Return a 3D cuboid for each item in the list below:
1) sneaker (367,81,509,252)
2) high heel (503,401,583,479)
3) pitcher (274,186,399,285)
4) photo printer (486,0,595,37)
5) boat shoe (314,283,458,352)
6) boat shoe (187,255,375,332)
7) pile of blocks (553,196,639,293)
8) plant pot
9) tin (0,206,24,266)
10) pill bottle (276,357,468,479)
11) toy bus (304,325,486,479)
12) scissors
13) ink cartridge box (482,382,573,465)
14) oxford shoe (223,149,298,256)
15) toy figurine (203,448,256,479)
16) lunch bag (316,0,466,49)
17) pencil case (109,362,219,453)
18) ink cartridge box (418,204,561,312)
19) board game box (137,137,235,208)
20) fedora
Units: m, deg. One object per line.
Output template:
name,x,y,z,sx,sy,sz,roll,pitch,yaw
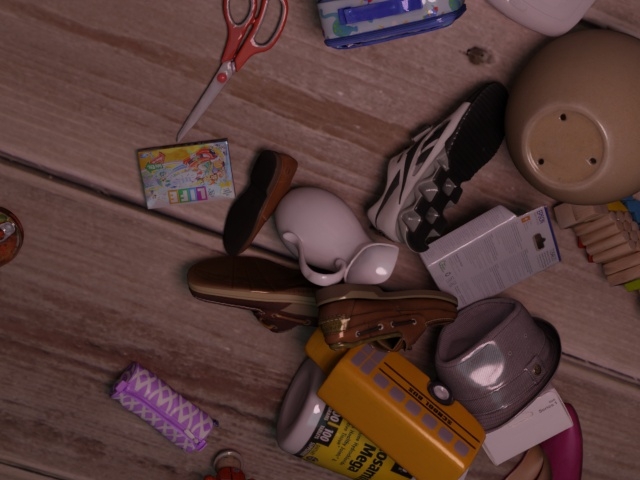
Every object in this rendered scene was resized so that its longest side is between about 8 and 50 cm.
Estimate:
sneaker,0.192,-0.145,1.522,0.331,0.146,0.122,-53,133,-11
high heel,0.390,0.480,1.743,0.181,0.127,0.378,0,113,-16
pitcher,0.000,0.000,1.489,0.177,0.207,0.126,-13,131,-43
photo printer,0.371,-0.494,1.407,0.256,0.107,0.308,31,104,-21
boat shoe,0.114,0.139,1.487,0.307,0.110,0.105,5,70,-38
boat shoe,-0.072,0.114,1.589,0.341,0.123,0.123,6,116,-18
pile of blocks,0.551,0.015,1.625,0.362,0.149,0.112,49,143,-9
plant pot,0.407,-0.170,1.397,0.284,0.191,0.284,13,118,26
tin,-0.607,0.010,1.556,0.189,0.040,0.106,-27,113,5
pill bottle,0.102,0.355,1.649,0.333,0.188,0.188,24,106,-12
toy bus,0.112,0.266,1.503,0.332,0.130,0.108,39,127,9
scissors,-0.146,-0.283,1.495,0.108,0.021,0.297,19,105,-12
ink cartridge box,0.339,0.285,1.626,0.160,0.219,0.093,-29,110,6
oxford shoe,-0.101,-0.057,1.557,0.076,0.076,0.212,5,126,-46
toy figurine,-0.189,0.534,1.721,0.213,0.148,0.209,-36,114,6
lunch bag,0.110,-0.361,1.387,0.218,0.176,0.090,-9,107,17
pencil case,-0.293,0.315,1.659,0.206,0.088,0.086,39,100,-15
ink cartridge box,0.300,0.026,1.565,0.223,0.045,0.223,-28,146,6
board game box,-0.229,-0.115,1.545,0.154,0.026,0.104,-8,110,-2
fedora,0.287,0.198,1.572,0.275,0.243,0.124,-40,114,-18
